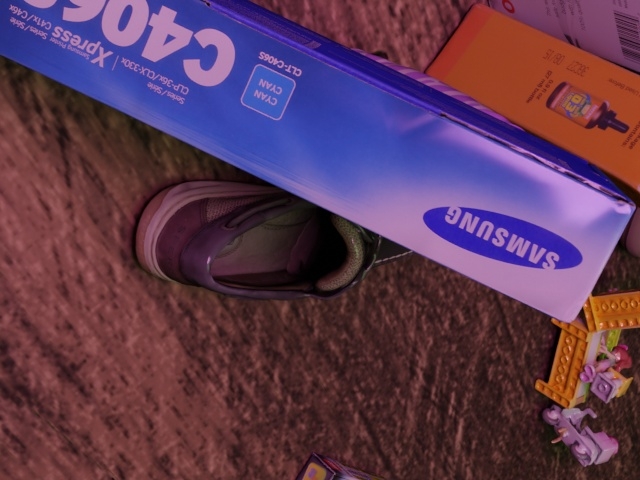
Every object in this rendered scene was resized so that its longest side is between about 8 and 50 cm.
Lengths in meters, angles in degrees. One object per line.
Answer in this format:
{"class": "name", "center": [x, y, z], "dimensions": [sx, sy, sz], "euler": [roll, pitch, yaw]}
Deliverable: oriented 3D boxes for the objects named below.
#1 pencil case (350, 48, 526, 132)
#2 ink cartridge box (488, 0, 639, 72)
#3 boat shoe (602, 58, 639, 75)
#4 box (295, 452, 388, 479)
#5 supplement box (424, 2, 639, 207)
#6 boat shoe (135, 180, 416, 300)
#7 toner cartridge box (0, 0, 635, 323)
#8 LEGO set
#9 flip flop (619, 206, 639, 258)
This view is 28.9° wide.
{"class": "pencil case", "center": [0.068, -0.073, 0.884], "dimensions": [0.088, 0.206, 0.086], "euler": [36, 93, -42]}
{"class": "ink cartridge box", "center": [0.218, -0.218, 0.909], "dimensions": [0.092, 0.219, 0.160], "euler": [-41, 136, -17]}
{"class": "boat shoe", "center": [0.269, -0.108, 1.047], "dimensions": [0.105, 0.113, 0.306], "euler": [27, 112, -26]}
{"class": "box", "center": [-0.019, 0.304, 1.163], "dimensions": [0.114, 0.036, 0.207], "euler": [28, 96, -46]}
{"class": "supplement box", "center": [0.191, -0.099, 0.947], "dimensions": [0.078, 0.233, 0.080], "euler": [-53, 136, 0]}
{"class": "boat shoe", "center": [0.000, 0.000, 0.948], "dimensions": [0.285, 0.092, 0.103], "euler": [-4, 118, -39]}
{"class": "toner cartridge box", "center": [-0.005, -0.075, 0.707], "dimensions": [0.165, 0.347, 0.075], "euler": [-62, 178, -77]}
{"class": "LEGO set", "center": [0.320, 0.095, 1.252], "dimensions": [0.107, 0.132, 0.287], "euler": [-15, 147, -40]}
{"class": "flip flop", "center": [0.370, -0.079, 1.184], "dimensions": [0.112, 0.080, 0.277], "euler": [-17, 140, -35]}
